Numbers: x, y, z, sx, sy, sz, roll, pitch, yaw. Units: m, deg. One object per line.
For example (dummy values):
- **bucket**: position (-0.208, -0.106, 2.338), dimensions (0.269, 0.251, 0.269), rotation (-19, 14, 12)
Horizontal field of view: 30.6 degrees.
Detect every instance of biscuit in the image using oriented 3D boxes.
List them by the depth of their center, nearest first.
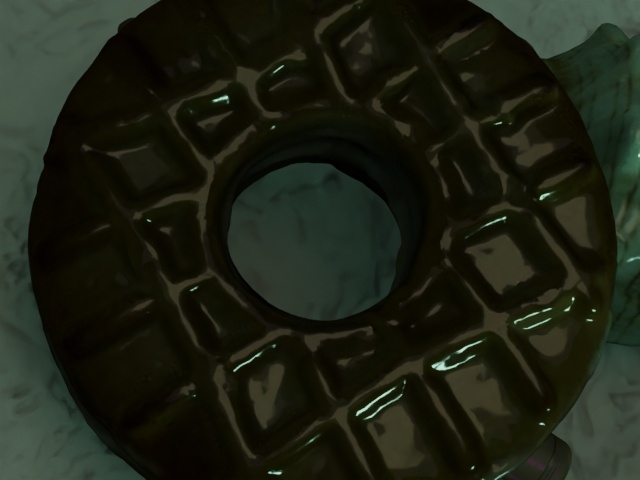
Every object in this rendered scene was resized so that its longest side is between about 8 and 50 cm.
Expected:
- **biscuit**: position (0.000, 0.000, 0.646), dimensions (0.332, 0.103, 0.332), rotation (0, 74, -1)

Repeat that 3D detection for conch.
- **conch**: position (0.201, -0.017, 0.759), dimensions (0.386, 0.203, 0.169), rotation (34, 20, 12)

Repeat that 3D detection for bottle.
- **bottle**: position (0.108, 0.122, 0.729), dimensions (0.096, 0.045, 0.045), rotation (32, 57, -9)

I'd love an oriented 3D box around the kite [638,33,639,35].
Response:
- **kite**: position (0.294, -0.038, 0.910), dimensions (0.327, 0.013, 0.378), rotation (5, 66, -21)
